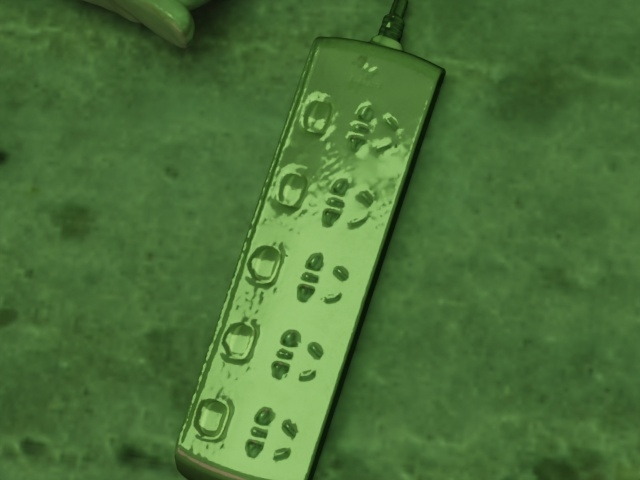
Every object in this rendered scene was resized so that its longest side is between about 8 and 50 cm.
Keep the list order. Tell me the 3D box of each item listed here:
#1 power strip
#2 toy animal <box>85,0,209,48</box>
[{"bbox_3d":[0.000,0.000,0.710,0.060,0.027,0.253,16,79,11],"label":"power strip"},{"bbox_3d":[-0.040,-0.229,0.713,0.282,0.140,0.138,-48,32,-1],"label":"toy animal"}]
